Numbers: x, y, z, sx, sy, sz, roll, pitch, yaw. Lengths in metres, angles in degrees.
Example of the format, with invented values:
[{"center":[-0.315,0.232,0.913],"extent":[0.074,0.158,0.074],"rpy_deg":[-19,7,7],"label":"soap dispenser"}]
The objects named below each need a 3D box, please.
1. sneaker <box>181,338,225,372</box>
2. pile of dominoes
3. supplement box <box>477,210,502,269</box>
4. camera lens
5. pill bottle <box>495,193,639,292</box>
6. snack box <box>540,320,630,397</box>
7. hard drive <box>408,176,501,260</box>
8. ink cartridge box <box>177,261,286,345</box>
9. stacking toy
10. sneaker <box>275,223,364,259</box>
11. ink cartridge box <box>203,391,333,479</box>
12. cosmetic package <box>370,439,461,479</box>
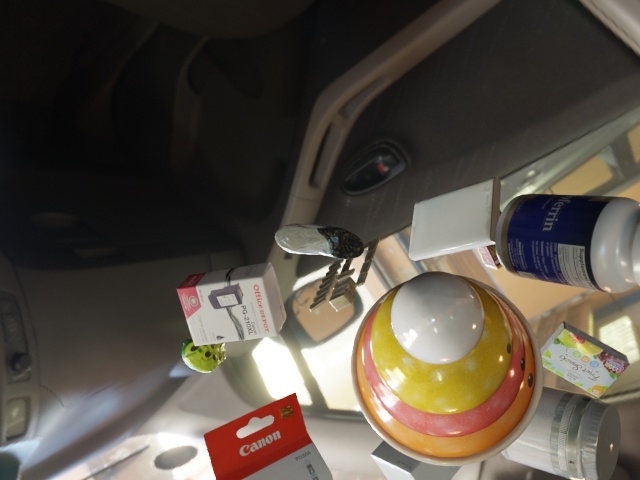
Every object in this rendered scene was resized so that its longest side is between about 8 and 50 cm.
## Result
[{"center":[-0.385,0.363,1.751],"extent":[0.123,0.109,0.295],"rpy_deg":[-8,171,4],"label":"sneaker"},{"center":[0.080,0.109,1.611],"extent":[0.196,0.040,0.251],"rpy_deg":[-29,-161,32],"label":"pile of dominoes"},{"center":[0.575,-0.012,1.851],"extent":[0.104,0.188,0.081],"rpy_deg":[-32,-167,-8],"label":"supplement box"},{"center":[0.625,0.507,1.480],"extent":[0.274,0.219,0.219],"rpy_deg":[2,-162,44],"label":"camera lens"},{"center":[0.437,0.003,0.902],"extent":[0.153,0.153,0.264],"rpy_deg":[-26,-160,-30],"label":"pill bottle"},{"center":[0.530,0.241,1.122],"extent":[0.100,0.141,0.037],"rpy_deg":[-65,172,28],"label":"snack box"},{"center":[0.406,-0.060,1.694],"extent":[0.040,0.203,0.307],"rpy_deg":[24,155,-32],"label":"hard drive"},{"center":[-0.229,0.168,1.451],"extent":[0.237,0.172,0.100],"rpy_deg":[-9,-162,12],"label":"ink cartridge box"},{"center":[0.187,0.169,0.852],"extent":[0.350,0.351,0.480],"rpy_deg":[-32,157,1],"label":"stacking toy"},{"center":[0.000,0.000,1.453],"extent":[0.237,0.085,0.086],"rpy_deg":[9,-176,9],"label":"sneaker"},{"center":[-0.125,0.668,1.548],"extent":[0.308,0.385,0.091],"rpy_deg":[-17,-178,-30],"label":"ink cartridge box"},{"center":[0.325,0.689,1.792],"extent":[0.224,0.138,0.224],"rpy_deg":[-41,-166,-25],"label":"cosmetic package"}]
